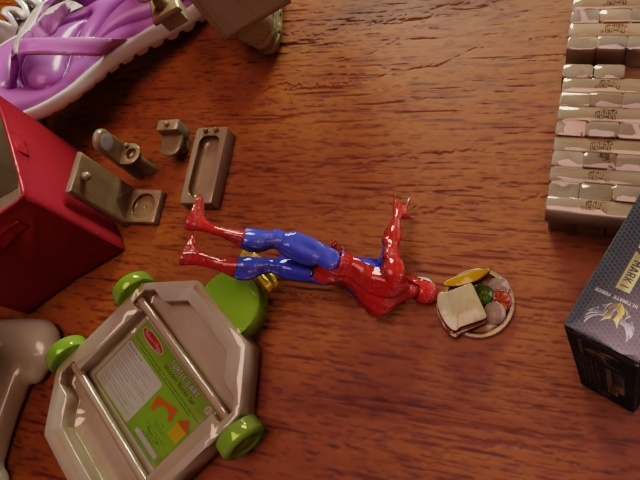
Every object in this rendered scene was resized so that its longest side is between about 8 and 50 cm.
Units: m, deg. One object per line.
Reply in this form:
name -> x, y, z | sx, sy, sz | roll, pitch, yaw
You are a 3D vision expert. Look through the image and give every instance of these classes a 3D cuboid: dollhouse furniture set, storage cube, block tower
dollhouse furniture set -> -0.220, -0.105, 0.812 | 0.151, 0.123, 0.144 | 2, 71, 21
storage cube -> -0.418, -0.044, 0.826 | 0.183, 0.193, 0.215 | -33, 61, 6
dollhouse furniture set -> -0.142, -0.467, 0.795 | 0.303, 0.174, 0.355 | -24, 60, 15
block tower -> 0.306, -0.163, 0.653 | 0.091, 0.097, 0.335 | 7, 71, 23

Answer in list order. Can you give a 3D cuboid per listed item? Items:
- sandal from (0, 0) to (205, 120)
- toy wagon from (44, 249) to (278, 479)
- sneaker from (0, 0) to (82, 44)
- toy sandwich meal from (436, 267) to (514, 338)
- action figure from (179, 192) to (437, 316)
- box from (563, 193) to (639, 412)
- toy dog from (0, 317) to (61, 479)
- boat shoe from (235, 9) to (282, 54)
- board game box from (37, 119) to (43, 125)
sandal -> -0.354, -0.316, 0.895 | 0.416, 0.102, 0.169 | -38, 62, -18
toy wagon -> -0.174, 0.156, 0.729 | 0.344, 0.068, 0.267 | -45, 62, -1
sneaker -> -0.396, -0.400, 1.017 | 0.118, 0.110, 0.292 | 36, 81, 5
toy sandwich meal -> 0.165, 0.066, 0.654 | 0.085, 0.029, 0.086 | -7, 68, 18
action figure -> 0.000, 0.000, 0.687 | 0.280, 0.091, 0.139 | 17, 43, -5
box -> 0.279, 0.037, 0.506 | 0.059, 0.232, 0.183 | 30, 83, 34
toy dog -> -0.576, 0.152, 0.689 | 0.395, 0.408, 0.285 | 15, 76, 25
boat shoe -> -0.104, -0.405, 0.914 | 0.104, 0.089, 0.285 | -15, 61, 32
board game box -> -0.539, -0.198, 1.017 | 0.160, 0.039, 0.211 | -20, 65, 13
